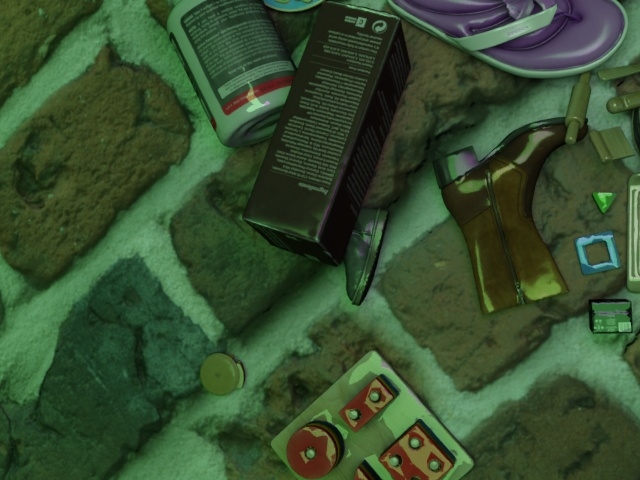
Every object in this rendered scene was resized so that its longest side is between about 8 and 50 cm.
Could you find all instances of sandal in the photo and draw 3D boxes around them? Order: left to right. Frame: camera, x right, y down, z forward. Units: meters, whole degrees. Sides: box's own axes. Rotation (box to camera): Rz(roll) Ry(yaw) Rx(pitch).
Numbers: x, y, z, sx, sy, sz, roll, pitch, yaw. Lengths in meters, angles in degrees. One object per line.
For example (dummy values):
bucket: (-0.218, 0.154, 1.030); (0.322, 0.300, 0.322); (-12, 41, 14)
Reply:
sandal: (0.282, -0.373, 1.407); (0.416, 0.102, 0.169); (20, 93, 22)

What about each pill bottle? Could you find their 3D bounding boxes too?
pill bottle: (-0.157, -0.336, 1.498); (0.176, 0.176, 0.318); (-28, 82, 12)

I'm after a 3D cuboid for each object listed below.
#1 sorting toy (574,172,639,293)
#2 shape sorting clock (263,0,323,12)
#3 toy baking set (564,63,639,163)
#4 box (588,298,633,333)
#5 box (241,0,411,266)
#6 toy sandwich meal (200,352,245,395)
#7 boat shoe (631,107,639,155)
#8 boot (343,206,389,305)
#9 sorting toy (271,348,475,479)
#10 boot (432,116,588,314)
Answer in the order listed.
sorting toy: (0.583, -0.011, 1.369); (0.348, 0.047, 0.196); (1, 89, 14)
shape sorting clock: (-0.045, -0.510, 1.545); (0.206, 0.040, 0.206); (0, 88, 14)
toy baking set: (0.484, -0.205, 1.349); (0.197, 0.030, 0.256); (11, 55, 9)
box: (0.460, 0.120, 1.377); (0.062, 0.083, 0.052); (-2, 89, 14)
box: (0.019, -0.167, 1.409); (0.143, 0.191, 0.381); (16, 80, 14)
toy sandwich meal: (-0.176, 0.240, 1.562); (0.086, 0.029, 0.085); (0, 90, 18)
boat shoe: (0.542, -0.133, 1.348); (0.080, 0.073, 0.223); (-9, 70, 9)
boot: (0.000, 0.002, 1.501); (0.209, 0.076, 0.189); (13, 77, 7)
sorting toy: (0.078, 0.365, 1.462); (0.255, 0.089, 0.257); (-44, 79, 9)
boot: (0.346, -0.043, 1.409); (0.264, 0.096, 0.280); (-21, 88, 4)
